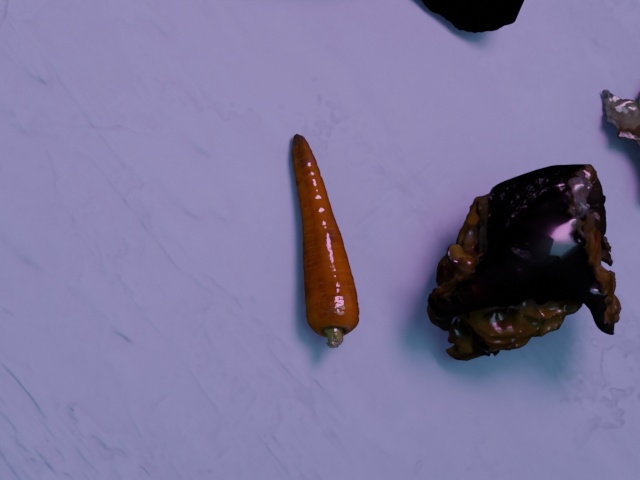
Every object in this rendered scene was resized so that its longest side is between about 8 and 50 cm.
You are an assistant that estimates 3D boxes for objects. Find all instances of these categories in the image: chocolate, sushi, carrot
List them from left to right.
[{"bbox_3d":[0.000,0.000,1.624,0.061,0.061,0.256,-3,73,-24],"label":"carrot"},{"bbox_3d":[0.195,-0.352,1.733,0.156,0.156,0.133,34,52,-15],"label":"chocolate"},{"bbox_3d":[0.236,0.032,1.643,0.200,0.204,0.213,67,28,-28],"label":"sushi"}]

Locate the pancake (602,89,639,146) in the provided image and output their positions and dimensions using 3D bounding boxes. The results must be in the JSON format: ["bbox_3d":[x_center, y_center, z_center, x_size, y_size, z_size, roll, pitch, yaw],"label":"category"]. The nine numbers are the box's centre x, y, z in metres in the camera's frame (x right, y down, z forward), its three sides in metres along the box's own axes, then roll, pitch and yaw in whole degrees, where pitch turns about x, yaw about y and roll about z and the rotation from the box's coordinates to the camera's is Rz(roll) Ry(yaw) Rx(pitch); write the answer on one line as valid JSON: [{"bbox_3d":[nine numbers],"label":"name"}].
[{"bbox_3d":[0.560,-0.197,1.880,0.305,0.067,0.426,35,68,6],"label":"pancake"}]
